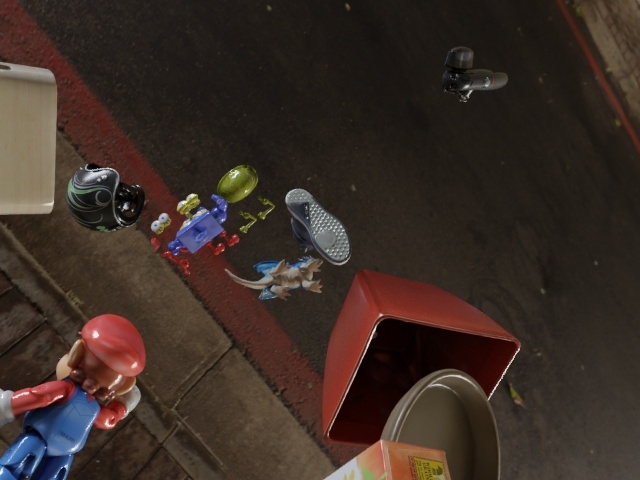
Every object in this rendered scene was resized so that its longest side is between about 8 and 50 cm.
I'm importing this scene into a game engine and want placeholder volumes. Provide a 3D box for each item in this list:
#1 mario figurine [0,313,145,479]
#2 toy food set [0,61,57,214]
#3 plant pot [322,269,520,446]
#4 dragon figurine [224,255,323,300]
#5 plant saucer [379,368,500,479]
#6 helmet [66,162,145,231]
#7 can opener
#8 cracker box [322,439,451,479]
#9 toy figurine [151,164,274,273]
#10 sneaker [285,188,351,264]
[{"bbox_3d":[-0.398,0.257,0.759,0.170,0.198,0.320,22,56,4],"label":"mario figurine"},{"bbox_3d":[-0.648,-0.192,0.961,0.220,0.092,0.306,-5,110,-43],"label":"toy food set"},{"bbox_3d":[0.148,0.202,0.923,0.267,0.267,0.235,13,22,-17],"label":"plant pot"},{"bbox_3d":[-0.093,0.085,1.098,0.289,0.144,0.085,-8,89,-35],"label":"dragon figurine"},{"bbox_3d":[0.158,0.313,0.662,0.278,0.041,0.277,7,80,-43],"label":"plant saucer"},{"bbox_3d":[-0.540,-0.105,1.219,0.169,0.162,0.169,6,90,-76],"label":"helmet"},{"bbox_3d":[0.251,-0.257,0.780,0.186,0.073,0.059,-13,41,-46],"label":"can opener"},{"bbox_3d":[0.018,0.277,0.377,0.067,0.232,0.155,20,40,-23],"label":"cracker box"},{"bbox_3d":[-0.288,-0.034,1.342,0.362,0.217,0.191,-35,111,-2],"label":"toy figurine"},{"bbox_3d":[0.001,-0.001,1.190,0.086,0.163,0.226,-29,60,-14],"label":"sneaker"}]
